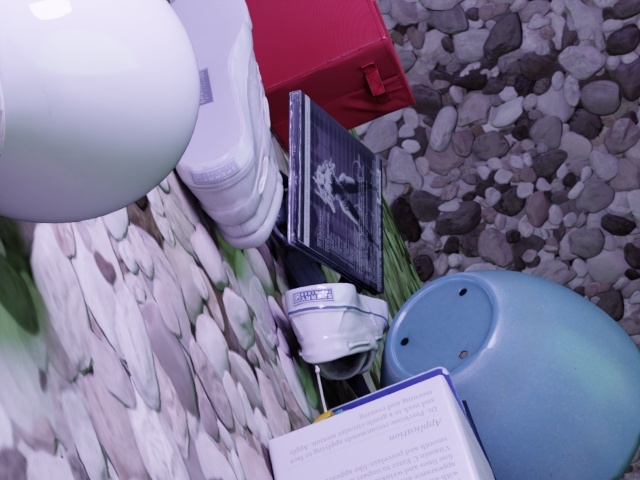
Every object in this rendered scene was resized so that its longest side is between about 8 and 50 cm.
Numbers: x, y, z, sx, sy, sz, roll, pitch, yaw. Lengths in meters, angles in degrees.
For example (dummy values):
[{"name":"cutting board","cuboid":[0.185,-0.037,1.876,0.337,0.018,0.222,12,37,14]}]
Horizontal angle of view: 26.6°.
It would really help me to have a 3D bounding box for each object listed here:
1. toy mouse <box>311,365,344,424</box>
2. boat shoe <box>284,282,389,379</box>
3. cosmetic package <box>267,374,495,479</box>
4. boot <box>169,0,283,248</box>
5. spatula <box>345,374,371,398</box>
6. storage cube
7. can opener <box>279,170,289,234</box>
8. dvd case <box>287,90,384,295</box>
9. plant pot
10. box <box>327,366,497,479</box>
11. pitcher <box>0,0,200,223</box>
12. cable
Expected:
[{"name":"toy mouse","cuboid":[0.025,0.215,1.251,0.143,0.031,0.161,56,14,-58]},{"name":"boat shoe","cuboid":[0.016,0.100,1.367,0.258,0.095,0.084,28,54,-72]},{"name":"cosmetic package","cuboid":[0.067,0.234,1.025,0.151,0.151,0.184,61,11,-47]},{"name":"boot","cuboid":[-0.089,-0.111,1.212,0.123,0.095,0.258,69,12,-47]},{"name":"spatula","cuboid":[0.059,0.212,1.518,0.084,0.030,0.297,-60,127,-82]},{"name":"storage cube","cuboid":[-0.007,-0.259,1.802,0.184,0.193,0.215,53,17,-64]},{"name":"can opener","cuboid":[-0.034,-0.034,1.525,0.186,0.073,0.059,35,71,-71]},{"name":"dvd case","cuboid":[0.019,-0.045,1.459,0.221,0.018,0.165,34,53,-60]},{"name":"plant pot","cuboid":[0.177,0.143,1.439,0.195,0.290,0.290,46,19,-39]},{"name":"box","cuboid":[0.105,0.249,1.315,0.036,0.136,0.225,21,47,-75]},{"name":"pitcher","cuboid":[-0.148,-0.089,0.587,0.178,0.125,0.207,54,17,8]},{"name":"cable","cuboid":[0.000,0.000,1.482,0.184,0.047,0.151,57,33,-42]}]
